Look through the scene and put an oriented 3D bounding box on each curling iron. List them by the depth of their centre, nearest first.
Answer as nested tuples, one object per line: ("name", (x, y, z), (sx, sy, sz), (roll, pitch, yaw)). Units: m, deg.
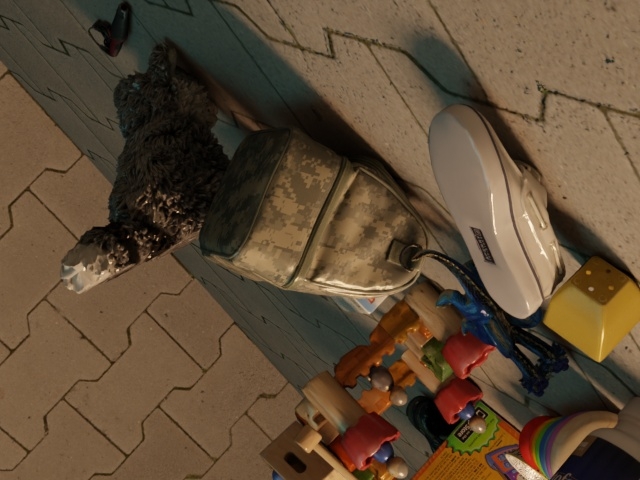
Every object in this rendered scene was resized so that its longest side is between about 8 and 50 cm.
("curling iron", (-0.350, -0.357, 2.120), (0.068, 0.035, 0.274), (45, 168, -10))

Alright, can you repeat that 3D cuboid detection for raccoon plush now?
("raccoon plush", (-0.274, -0.131, 1.912), (0.299, 0.216, 0.446), (61, -157, 0))

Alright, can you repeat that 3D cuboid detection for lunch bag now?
("lunch bag", (-0.006, -0.019, 1.762), (0.256, 0.212, 0.305), (27, 173, -16))

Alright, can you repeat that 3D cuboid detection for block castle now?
("block castle", (0.142, 0.282, 2.100), (0.213, 0.303, 0.453), (47, 169, 16))

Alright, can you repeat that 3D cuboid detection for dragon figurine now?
("dragon figurine", (0.235, 0.098, 1.675), (0.144, 0.085, 0.289), (31, 163, 45))

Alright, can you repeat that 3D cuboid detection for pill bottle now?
("pill bottle", (0.373, 0.339, 1.631), (0.153, 0.265, 0.153), (41, 166, 12))

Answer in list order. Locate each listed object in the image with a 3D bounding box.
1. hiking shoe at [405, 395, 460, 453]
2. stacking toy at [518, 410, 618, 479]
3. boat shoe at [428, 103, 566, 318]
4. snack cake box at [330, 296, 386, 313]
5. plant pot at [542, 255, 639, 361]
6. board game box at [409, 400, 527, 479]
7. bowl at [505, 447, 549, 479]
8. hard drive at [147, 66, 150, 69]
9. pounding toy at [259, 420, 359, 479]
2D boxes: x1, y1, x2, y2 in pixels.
("hiking shoe", (0.274, 0.429, 2.677), (0.227, 0.086, 0.114), (46, 171, -7))
("stacking toy", (0.379, 0.315, 1.911), (0.141, 0.141, 0.330), (44, 175, -2))
("boat shoe", (0.197, -0.041, 1.330), (0.096, 0.088, 0.267), (20, 142, 55))
("snack cake box", (0.000, 0.000, 2.089), (0.264, 0.089, 0.152), (46, 170, -10))
("plant pot", (0.301, 0.065, 1.378), (0.081, 0.081, 0.083), (38, 157, 26))
("board game box", (0.328, 0.590, 2.409), (0.356, 0.356, 0.356), (39, 167, 20))
("bowl", (0.403, 0.386, 2.126), (0.170, 0.080, 0.170), (41, 171, 8))
("hard drive", (-0.266, -0.260, 2.215), (0.094, 0.022, 0.135), (44, 168, -3))
("pounding toy", (-0.013, 0.372, 1.982), (0.181, 0.094, 0.206), (37, 164, 43))
